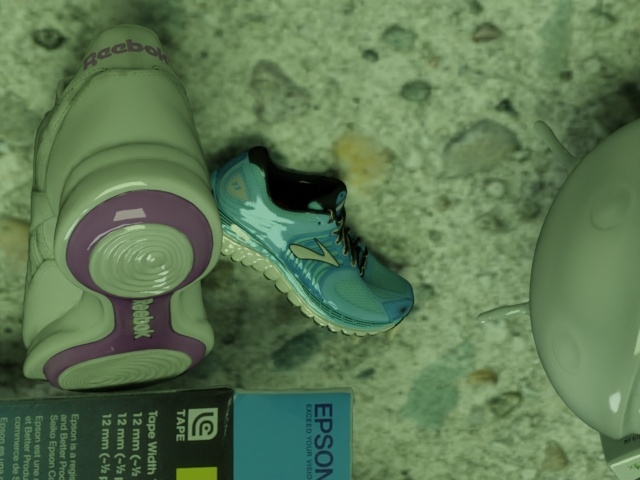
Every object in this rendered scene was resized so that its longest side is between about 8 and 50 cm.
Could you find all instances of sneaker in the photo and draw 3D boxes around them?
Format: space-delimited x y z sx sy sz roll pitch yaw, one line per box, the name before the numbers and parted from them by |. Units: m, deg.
sneaker | 0.000 0.000 0.945 0.162 0.063 0.073 33 118 -25
sneaker | -0.118 -0.007 0.916 0.114 0.152 0.305 -1 153 -17

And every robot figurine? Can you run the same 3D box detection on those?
robot figurine | 0.269 0.044 0.860 0.353 0.200 0.300 19 90 16

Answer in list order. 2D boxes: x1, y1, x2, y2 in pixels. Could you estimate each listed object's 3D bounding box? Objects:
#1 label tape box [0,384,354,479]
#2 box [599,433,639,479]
label tape box | -0.136 0.225 0.968 0.347 0.249 0.115 -4 167 13
box | 0.244 0.118 1.018 0.102 0.101 0.087 -26 125 19
